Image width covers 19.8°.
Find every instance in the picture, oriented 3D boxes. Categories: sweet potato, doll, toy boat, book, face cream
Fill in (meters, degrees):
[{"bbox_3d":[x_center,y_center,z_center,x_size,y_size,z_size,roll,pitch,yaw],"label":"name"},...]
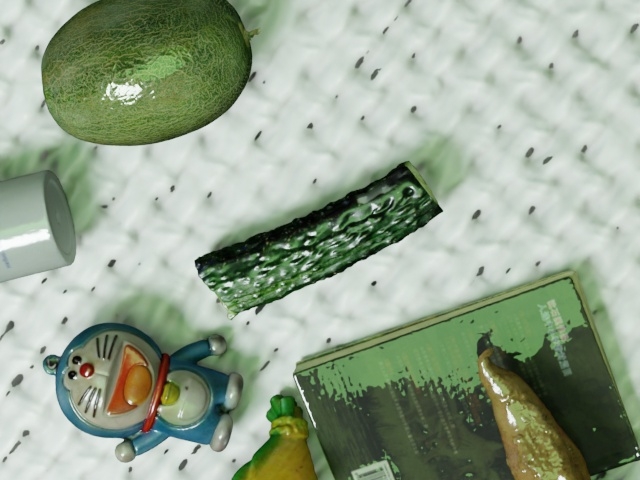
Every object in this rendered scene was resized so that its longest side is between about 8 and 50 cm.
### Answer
[{"bbox_3d":[0.168,0.170,1.359,0.060,0.068,0.206,-29,96,-15],"label":"sweet potato"},{"bbox_3d":[-0.137,0.112,1.387,0.151,0.085,0.114,18,78,-8],"label":"doll"},{"bbox_3d":[-0.080,0.220,1.408,0.229,0.089,0.088,-48,56,10],"label":"toy boat"},{"bbox_3d":[0.112,0.131,1.396,0.228,0.024,0.160,-20,100,8],"label":"book"},{"bbox_3d":[-0.315,0.011,1.384,0.250,0.077,0.077,-14,99,7],"label":"face cream"}]

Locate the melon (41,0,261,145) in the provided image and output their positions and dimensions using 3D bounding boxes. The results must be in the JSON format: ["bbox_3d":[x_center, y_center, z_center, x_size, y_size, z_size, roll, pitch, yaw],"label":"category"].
[{"bbox_3d":[-0.121,-0.127,1.325,0.167,0.114,0.114,-16,99,8],"label":"melon"}]

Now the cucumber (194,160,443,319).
[{"bbox_3d":[0.000,0.000,1.368,0.187,0.058,0.058,-24,97,10],"label":"cucumber"}]
